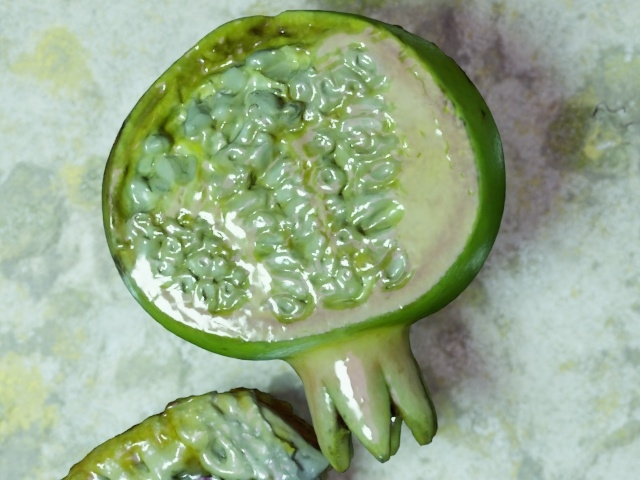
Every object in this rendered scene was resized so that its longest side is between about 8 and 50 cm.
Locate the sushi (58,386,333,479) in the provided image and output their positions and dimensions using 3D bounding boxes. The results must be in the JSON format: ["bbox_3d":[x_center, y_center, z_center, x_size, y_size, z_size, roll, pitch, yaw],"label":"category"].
[{"bbox_3d":[-0.111,0.234,1.273,0.274,0.139,0.184,-28,79,0],"label":"sushi"}]

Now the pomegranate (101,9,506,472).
[{"bbox_3d":[0.000,0.000,1.270,0.310,0.216,0.358,-17,90,0],"label":"pomegranate"}]
